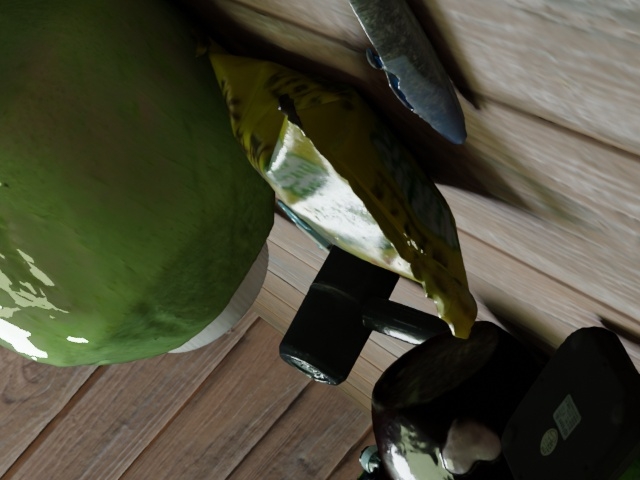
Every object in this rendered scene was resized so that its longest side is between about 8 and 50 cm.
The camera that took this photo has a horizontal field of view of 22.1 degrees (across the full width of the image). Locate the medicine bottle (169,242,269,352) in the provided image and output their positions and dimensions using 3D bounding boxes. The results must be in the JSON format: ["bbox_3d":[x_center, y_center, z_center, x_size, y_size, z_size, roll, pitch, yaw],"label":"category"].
[{"bbox_3d":[-0.228,-0.055,1.716,0.224,0.224,0.384,34,170,47],"label":"medicine bottle"}]

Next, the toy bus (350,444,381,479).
[{"bbox_3d":[0.125,0.222,1.763,0.101,0.175,0.088,37,177,-36],"label":"toy bus"}]

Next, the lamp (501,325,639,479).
[{"bbox_3d":[0.233,0.159,1.120,0.283,0.124,0.203,41,-166,-30],"label":"lamp"}]

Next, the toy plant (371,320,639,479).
[{"bbox_3d":[0.151,0.188,1.340,0.235,0.218,0.175,61,180,-23],"label":"toy plant"}]

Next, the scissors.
[{"bbox_3d":[0.000,0.000,1.686,0.119,0.014,0.058,42,175,28],"label":"scissors"}]

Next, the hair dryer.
[{"bbox_3d":[0.074,0.087,1.487,0.219,0.124,0.071,16,163,34],"label":"hair dryer"}]

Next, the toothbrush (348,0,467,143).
[{"bbox_3d":[-0.006,-0.144,0.680,0.413,0.042,0.035,49,-154,-56],"label":"toothbrush"}]

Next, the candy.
[{"bbox_3d":[0.007,-0.052,1.035,0.187,0.081,0.297,44,-175,-24],"label":"candy"}]

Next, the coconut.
[{"bbox_3d":[-0.192,-0.072,1.199,0.328,0.281,0.328,29,-137,-30],"label":"coconut"}]
